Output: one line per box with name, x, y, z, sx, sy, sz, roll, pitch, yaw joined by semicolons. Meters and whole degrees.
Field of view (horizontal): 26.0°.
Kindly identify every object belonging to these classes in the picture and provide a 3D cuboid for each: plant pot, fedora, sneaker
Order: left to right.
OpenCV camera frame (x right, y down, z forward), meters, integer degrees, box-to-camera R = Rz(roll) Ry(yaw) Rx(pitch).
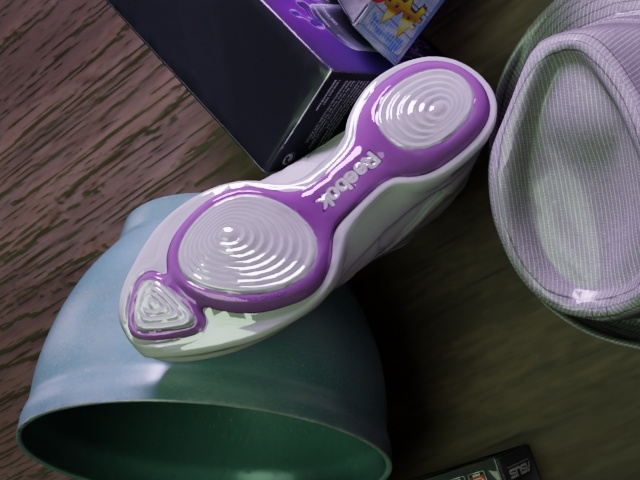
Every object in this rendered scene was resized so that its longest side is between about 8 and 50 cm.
plant pot;-0.083;0.082;1.117;0.293;0.293;0.196;-15;60;38
sneaker;0.000;0.000;0.979;0.114;0.305;0.152;52;166;19
fedora;0.199;-0.055;0.954;0.243;0.124;0.276;3;97;37

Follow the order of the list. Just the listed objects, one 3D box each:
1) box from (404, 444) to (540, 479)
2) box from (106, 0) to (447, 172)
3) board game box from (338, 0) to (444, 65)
box;0.094;0.283;1.120;0.231;0.056;0.183;-24;80;37
box;-0.042;-0.176;1.088;0.261;0.184;0.103;47;117;23
board game box;0.066;-0.236;1.024;0.194;0.060;0.194;-29;50;25
